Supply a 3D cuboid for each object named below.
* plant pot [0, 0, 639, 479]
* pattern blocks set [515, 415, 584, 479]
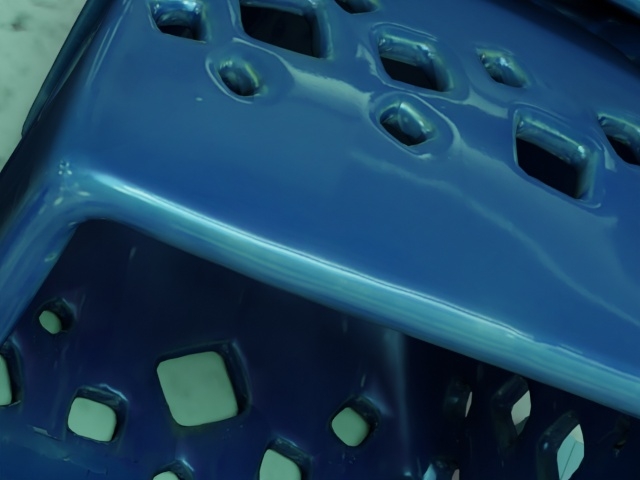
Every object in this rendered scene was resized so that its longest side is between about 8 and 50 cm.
[{"bbox_3d":[0.000,0.000,0.618,0.236,0.236,0.212,22,51,-15],"label":"plant pot"},{"bbox_3d":[0.190,0.218,0.720,0.324,0.026,0.285,24,57,-13],"label":"pattern blocks set"}]
